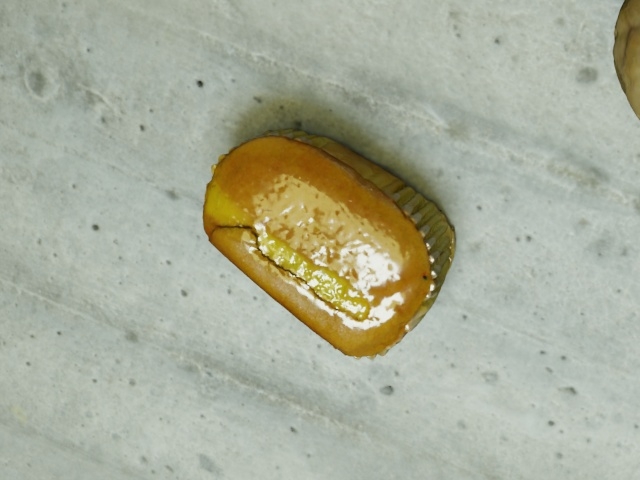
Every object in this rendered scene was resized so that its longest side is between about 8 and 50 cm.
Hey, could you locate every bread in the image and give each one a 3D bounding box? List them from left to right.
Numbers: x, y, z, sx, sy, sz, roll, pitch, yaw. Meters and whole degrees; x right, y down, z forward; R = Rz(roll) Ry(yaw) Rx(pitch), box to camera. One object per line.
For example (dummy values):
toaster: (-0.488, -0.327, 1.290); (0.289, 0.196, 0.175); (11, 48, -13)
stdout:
bread: (0.000, 0.000, 1.533); (0.288, 0.156, 0.204); (37, 112, 4)

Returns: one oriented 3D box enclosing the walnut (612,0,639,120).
walnut: (0.424, -0.194, 1.279); (0.296, 0.285, 0.285); (-6, 106, 13)
